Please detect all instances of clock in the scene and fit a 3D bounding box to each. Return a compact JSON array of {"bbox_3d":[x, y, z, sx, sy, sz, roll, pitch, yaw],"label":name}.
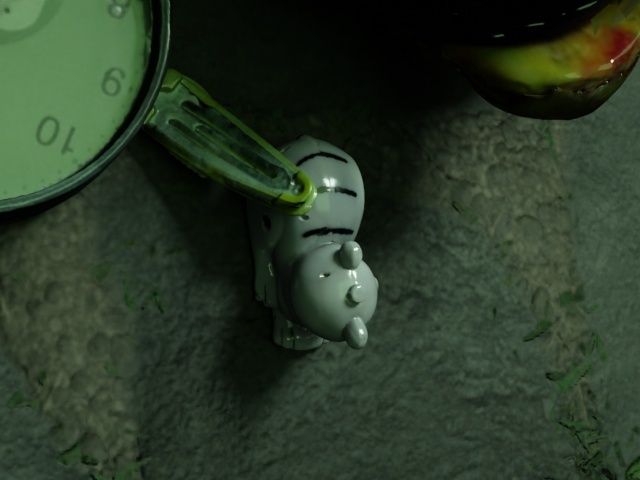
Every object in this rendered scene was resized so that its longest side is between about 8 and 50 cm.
[{"bbox_3d":[0.001,0.000,1.181,0.080,0.117,0.176,-5,88,-28],"label":"clock"},{"bbox_3d":[-0.262,-0.167,1.070,0.319,0.066,0.319,2,84,-22],"label":"clock"}]

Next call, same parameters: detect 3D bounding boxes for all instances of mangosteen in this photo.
[{"bbox_3d":[0.120,-0.309,1.127,0.381,0.381,0.421,-14,125,-28],"label":"mangosteen"}]

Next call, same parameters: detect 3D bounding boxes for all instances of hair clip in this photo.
[{"bbox_3d":[-0.082,-0.079,1.159,0.188,0.033,0.060,35,74,8],"label":"hair clip"}]
